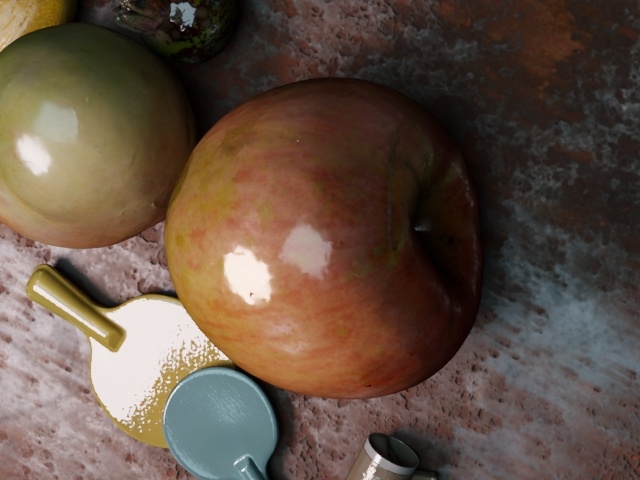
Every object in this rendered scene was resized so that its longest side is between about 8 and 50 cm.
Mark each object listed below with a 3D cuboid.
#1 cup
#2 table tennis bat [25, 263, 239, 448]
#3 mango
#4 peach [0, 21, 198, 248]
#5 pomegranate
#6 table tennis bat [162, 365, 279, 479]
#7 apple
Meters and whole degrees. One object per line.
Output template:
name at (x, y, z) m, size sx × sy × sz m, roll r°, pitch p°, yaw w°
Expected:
cup at (0.080, 0.301, 1.923) m, size 0.074 × 0.102 × 0.099 m, roll 48°, pitch 118°, yaw 47°
table tennis bat at (-0.249, 0.138, 2.010) m, size 0.321 × 0.050 × 0.198 m, roll 35°, pitch 107°, yaw 7°
mango at (-0.400, -0.276, 1.957) m, size 0.157 × 0.109 × 0.262 m, roll 35°, pitch 108°, yaw 11°
peach at (-0.288, -0.118, 1.867) m, size 0.292 × 0.247 × 0.292 m, roll 3°, pitch 126°, yaw 4°
pomegranate at (-0.174, -0.284, 1.857) m, size 0.138 × 0.163 × 0.125 m, roll 33°, pitch 90°, yaw 33°
table tennis bat at (-0.104, 0.270, 1.977) m, size 0.149 × 0.038 × 0.237 m, roll -33°, pitch 93°, yaw 12°
apple at (0.000, 0.000, 1.745) m, size 0.364 × 0.364 × 0.364 m, roll 3°, pitch 100°, yaw 18°
